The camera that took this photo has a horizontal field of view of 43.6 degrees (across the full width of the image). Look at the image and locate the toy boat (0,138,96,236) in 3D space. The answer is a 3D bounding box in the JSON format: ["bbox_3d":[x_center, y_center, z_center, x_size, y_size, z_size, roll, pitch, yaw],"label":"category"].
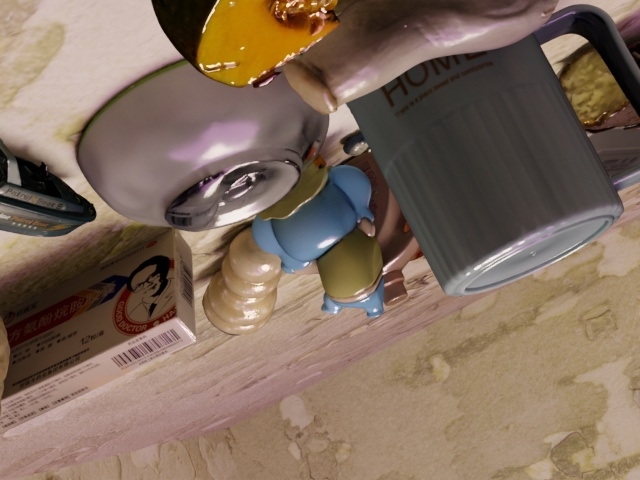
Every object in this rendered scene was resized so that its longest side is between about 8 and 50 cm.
[{"bbox_3d":[-0.330,-0.056,0.887,0.103,0.093,0.246,-49,158,9],"label":"toy boat"}]

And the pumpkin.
[{"bbox_3d":[-0.012,-0.234,0.672,0.281,0.139,0.190,-7,153,-35],"label":"pumpkin"}]

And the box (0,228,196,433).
[{"bbox_3d":[-0.360,0.135,1.235,0.353,0.214,0.069,-25,128,8],"label":"box"}]

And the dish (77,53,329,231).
[{"bbox_3d":[-0.122,-0.091,0.990,0.324,0.124,0.324,-21,164,-6],"label":"dish"}]

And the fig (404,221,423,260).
[{"bbox_3d":[0.095,-0.021,1.474,0.231,0.143,0.160,-20,134,15],"label":"fig"}]

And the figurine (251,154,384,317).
[{"bbox_3d":[0.000,0.001,1.216,0.180,0.262,0.154,-5,-163,45],"label":"figurine"}]

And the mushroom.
[{"bbox_3d":[0.122,-0.240,0.878,0.351,0.109,0.097,-23,178,-7],"label":"mushroom"}]

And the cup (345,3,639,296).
[{"bbox_3d":[0.236,-0.122,1.035,0.331,0.311,0.257,-18,163,-18],"label":"cup"}]

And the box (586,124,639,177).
[{"bbox_3d":[0.535,-0.144,1.693,0.367,0.090,0.373,-9,152,-41],"label":"box"}]

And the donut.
[{"bbox_3d":[0.552,-0.298,1.224,0.259,0.136,0.345,-13,161,-37],"label":"donut"}]

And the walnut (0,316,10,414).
[{"bbox_3d":[-0.542,0.174,1.078,0.248,0.248,0.248,-21,163,-7],"label":"walnut"}]

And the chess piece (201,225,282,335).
[{"bbox_3d":[-0.131,0.067,1.468,0.143,0.142,0.261,-16,158,-23],"label":"chess piece"}]

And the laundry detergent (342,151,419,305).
[{"bbox_3d":[0.105,-0.027,1.290,0.171,0.237,0.076,-34,159,28],"label":"laundry detergent"}]

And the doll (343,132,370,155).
[{"bbox_3d":[0.090,-0.164,1.211,0.125,0.027,0.037,-27,155,15],"label":"doll"}]
